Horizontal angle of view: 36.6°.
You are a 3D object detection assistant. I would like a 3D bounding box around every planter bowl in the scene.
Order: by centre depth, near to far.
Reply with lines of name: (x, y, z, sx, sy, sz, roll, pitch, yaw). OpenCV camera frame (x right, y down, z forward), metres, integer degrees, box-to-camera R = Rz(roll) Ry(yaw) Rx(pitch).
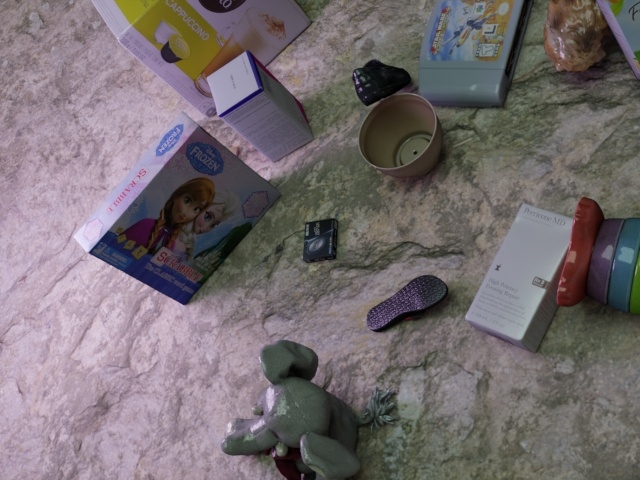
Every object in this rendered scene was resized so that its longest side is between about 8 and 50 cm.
planter bowl: (0.167, -0.187, 1.862, 0.162, 0.109, 0.162, -12, 62, 25)

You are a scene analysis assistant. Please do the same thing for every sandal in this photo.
sandal: (0.162, 0.117, 1.771, 0.179, 0.040, 0.067, -31, 49, 32)

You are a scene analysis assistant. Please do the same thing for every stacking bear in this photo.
stacking bear: (0.538, 0.049, 1.507, 0.289, 0.164, 0.175, 13, 92, 23)

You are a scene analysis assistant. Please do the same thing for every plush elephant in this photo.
plush elephant: (-0.047, 0.326, 1.653, 0.330, 0.255, 0.272, -35, 55, 12)

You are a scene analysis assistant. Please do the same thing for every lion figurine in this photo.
lion figurine: (0.562, -0.472, 1.738, 0.392, 0.142, 0.240, -33, 41, 22)

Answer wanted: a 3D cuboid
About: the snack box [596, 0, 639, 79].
snack box: (0.582, -0.398, 1.649, 0.174, 0.207, 0.070, -34, 24, 8)

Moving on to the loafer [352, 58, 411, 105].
loafer: (0.120, -0.319, 1.895, 0.076, 0.223, 0.078, -27, 94, 26)

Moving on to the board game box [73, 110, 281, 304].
board game box: (-0.273, -0.053, 1.929, 0.318, 0.319, 0.066, -49, 54, 2)

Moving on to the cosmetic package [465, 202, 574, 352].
cosmetic package: (0.355, 0.063, 1.651, 0.117, 0.085, 0.231, 21, 81, 35)

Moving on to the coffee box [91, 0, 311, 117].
coffee box: (-0.291, -0.556, 2.163, 0.334, 0.337, 0.338, -41, 53, 7)

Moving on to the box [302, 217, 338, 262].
box: (0.000, 0.000, 1.928, 0.067, 0.018, 0.083, -8, 64, 27)

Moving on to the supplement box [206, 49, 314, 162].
supplement box: (-0.122, -0.273, 2.004, 0.114, 0.220, 0.111, -30, 55, 17)

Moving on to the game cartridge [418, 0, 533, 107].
game cartridge: (0.303, -0.405, 1.923, 0.198, 0.062, 0.297, 8, 72, 29)

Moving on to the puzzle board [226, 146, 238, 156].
puzzle board: (-0.231, -0.144, 2.138, 0.096, 0.011, 0.128, -4, 65, 30)
